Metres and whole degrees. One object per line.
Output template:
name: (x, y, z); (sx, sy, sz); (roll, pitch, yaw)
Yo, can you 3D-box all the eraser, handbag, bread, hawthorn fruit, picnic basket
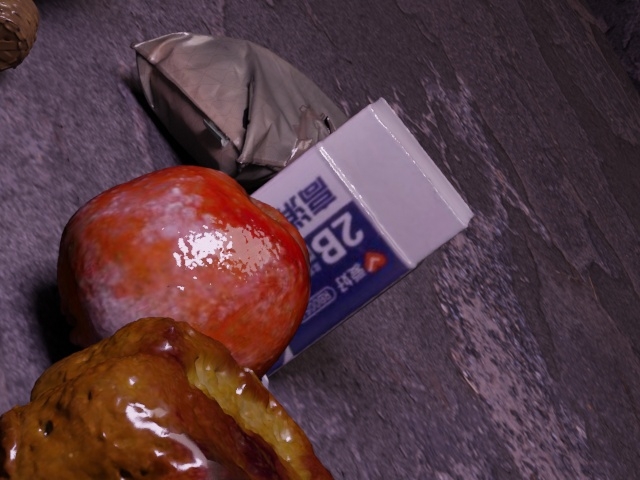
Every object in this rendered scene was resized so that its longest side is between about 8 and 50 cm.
eraser: (0.000, 0.000, 1.385); (0.124, 0.210, 0.068); (52, 18, 0)
handbag: (-0.047, -0.096, 1.590); (0.182, 0.117, 0.270); (46, 16, 26)
bread: (-0.082, 0.158, 1.044); (0.247, 0.135, 0.232); (47, 17, -18)
hawthorn fruit: (-0.089, 0.032, 1.185); (0.173, 0.173, 0.173); (44, 21, -22)
picnic basket: (-0.245, -0.173, 1.343); (0.072, 0.072, 0.083); (38, 37, -35)

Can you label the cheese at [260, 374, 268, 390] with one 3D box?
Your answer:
cheese: (-0.059, 0.124, 1.273); (0.092, 0.047, 0.171); (52, 16, -35)
